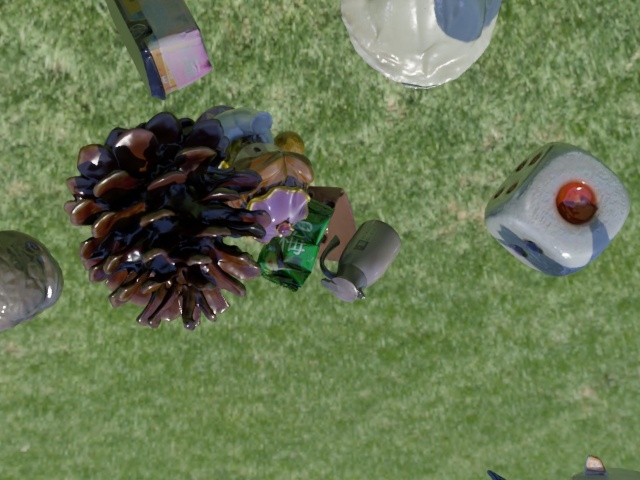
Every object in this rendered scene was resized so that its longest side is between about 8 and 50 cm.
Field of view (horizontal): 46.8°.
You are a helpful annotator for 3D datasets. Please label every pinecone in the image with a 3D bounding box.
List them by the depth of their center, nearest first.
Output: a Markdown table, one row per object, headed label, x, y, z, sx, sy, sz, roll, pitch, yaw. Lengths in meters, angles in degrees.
| label | x | y | z | sx | sy | sz | roll | pitch | yaw |
| --- | --- | --- | --- | --- | --- | --- | --- | --- | --- |
| pinecone | -0.178 | -0.011 | 0.918 | 0.264 | 0.264 | 0.264 | -3 | 152 | -1 |

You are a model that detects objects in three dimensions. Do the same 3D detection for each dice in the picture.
| label | x | y | z | sx | sy | sz | roll | pitch | yaw |
| --- | --- | --- | --- | --- | --- | --- | --- | --- | --- |
| dice | 0.437 | -0.057 | 1.379 | 0.194 | 0.193 | 0.192 | 39 | 170 | -3 |

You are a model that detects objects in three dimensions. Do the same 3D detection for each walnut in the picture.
| label | x | y | z | sx | sy | sz | roll | pitch | yaw |
| --- | --- | --- | --- | --- | --- | --- | --- | --- | --- |
| walnut | -0.747 | 0.090 | 1.767 | 0.248 | 0.248 | 0.248 | -3 | 152 | -1 |

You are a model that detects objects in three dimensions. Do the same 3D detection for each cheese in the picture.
| label | x | y | z | sx | sy | sz | roll | pitch | yaw |
| --- | --- | --- | --- | --- | --- | --- | --- | --- | --- |
| cheese | 0.015 | -0.003 | 1.788 | 0.128 | 0.203 | 0.177 | 2 | 148 | 33 |

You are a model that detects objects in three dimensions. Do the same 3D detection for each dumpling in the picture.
| label | x | y | z | sx | sy | sz | roll | pitch | yaw |
| --- | --- | --- | --- | --- | --- | --- | --- | --- | --- |
| dumpling | 0.245 | -0.533 | 1.807 | 0.395 | 0.316 | 0.233 | 3 | -170 | -4 |

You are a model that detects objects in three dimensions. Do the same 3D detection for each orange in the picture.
| label | x | y | z | sx | sy | sz | roll | pitch | yaw |
| --- | --- | --- | --- | --- | --- | --- | --- | --- | --- |
| orange | -0.080 | -0.223 | 1.824 | 0.085 | 0.095 | 0.085 | 4 | 176 | 0 |

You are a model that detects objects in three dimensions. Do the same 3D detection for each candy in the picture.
| label | x | y | z | sx | sy | sz | roll | pitch | yaw |
| --- | --- | --- | --- | --- | --- | --- | --- | --- | --- |
| candy | -0.057 | 0.001 | 1.585 | 0.141 | 0.203 | 0.078 | 23 | 180 | 24 |

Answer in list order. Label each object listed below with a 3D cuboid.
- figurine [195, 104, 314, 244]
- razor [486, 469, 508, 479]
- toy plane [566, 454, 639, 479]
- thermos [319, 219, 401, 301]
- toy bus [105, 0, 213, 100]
| label | x | y | z | sx | sy | sz | roll | pitch | yaw |
| --- | --- | --- | --- | --- | --- | --- | --- | --- | --- |
| figurine | -0.106 | -0.108 | 1.154 | 0.142 | 0.263 | 0.190 | -6 | 127 | -34 |
| razor | 0.263 | 0.391 | 1.032 | 0.066 | 0.033 | 0.190 | 31 | -167 | 2 |
| toy plane | 0.491 | 0.412 | 1.125 | 0.244 | 0.245 | 0.117 | -10 | -168 | 13 |
| thermos | 0.073 | 0.044 | 1.583 | 0.137 | 0.193 | 0.105 | 29 | 138 | 11 |
| toy bus | -0.397 | -0.526 | 1.770 | 0.162 | 0.386 | 0.171 | -22 | 148 | -14 |
